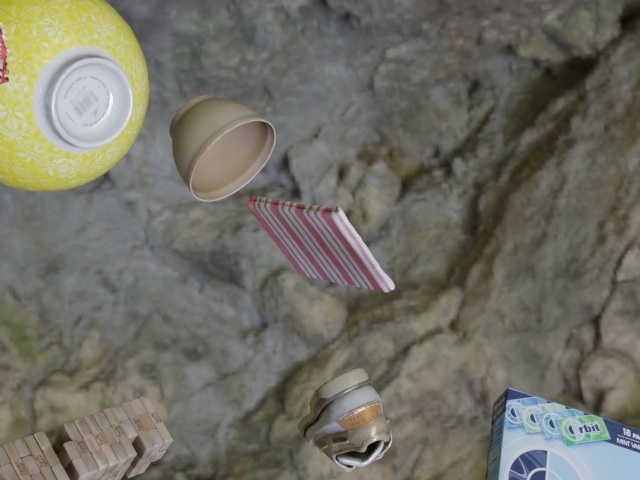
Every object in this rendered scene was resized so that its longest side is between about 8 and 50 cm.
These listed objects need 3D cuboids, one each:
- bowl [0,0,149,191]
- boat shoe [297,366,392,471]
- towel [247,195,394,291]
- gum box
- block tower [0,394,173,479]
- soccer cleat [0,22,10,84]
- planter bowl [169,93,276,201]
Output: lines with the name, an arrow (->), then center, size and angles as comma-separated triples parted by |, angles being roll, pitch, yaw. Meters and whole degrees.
bowl -> -0.331, -0.190, 1.406 | 0.289, 0.290, 0.156 | -9, -159, -37
boat shoe -> 0.039, 0.275, 1.543 | 0.113, 0.103, 0.302 | -26, 161, -9
towel -> 0.000, 0.000, 1.420 | 0.197, 0.144, 0.029 | 9, -126, 50
gum box -> 0.231, 0.246, 1.009 | 0.157, 0.184, 0.041 | 18, 142, -5
block tower -> -0.384, 0.332, 1.590 | 0.335, 0.097, 0.091 | -13, 148, -43
soccer cleat -> -0.304, -0.170, 0.992 | 0.035, 0.029, 0.083 | -10, 156, -20
planter bowl -> -0.164, -0.155, 1.671 | 0.162, 0.109, 0.162 | -34, 154, -19
